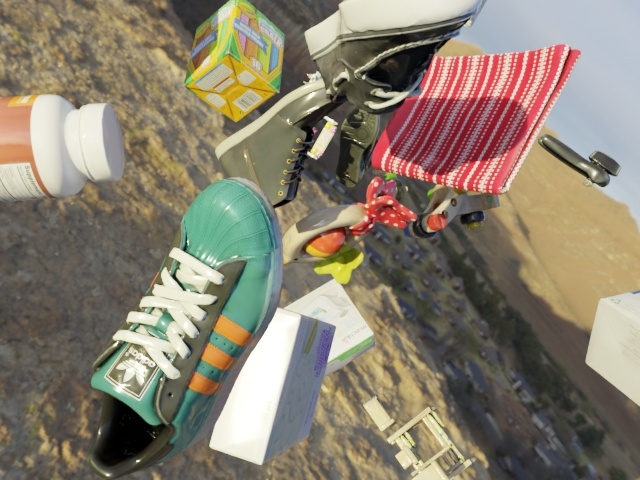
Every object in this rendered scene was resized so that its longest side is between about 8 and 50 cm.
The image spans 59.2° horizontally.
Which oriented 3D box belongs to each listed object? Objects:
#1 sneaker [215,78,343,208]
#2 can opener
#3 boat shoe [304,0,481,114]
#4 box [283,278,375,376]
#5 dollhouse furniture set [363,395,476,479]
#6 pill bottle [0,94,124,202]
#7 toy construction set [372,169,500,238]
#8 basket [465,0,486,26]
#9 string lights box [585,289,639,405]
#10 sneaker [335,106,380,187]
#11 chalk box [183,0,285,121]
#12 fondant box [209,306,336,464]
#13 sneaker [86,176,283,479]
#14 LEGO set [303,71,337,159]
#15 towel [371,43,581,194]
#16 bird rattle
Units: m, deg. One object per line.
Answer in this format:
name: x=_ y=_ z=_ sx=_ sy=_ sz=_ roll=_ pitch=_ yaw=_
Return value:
sneaker: x=-0.032 y=-0.127 z=0.783 sx=0.118 sy=0.222 sz=0.083 roll=62 pitch=24 yaw=4
can opener: x=0.571 y=-0.181 z=1.265 sx=0.186 sy=0.073 sz=0.059 roll=32 pitch=-7 yaw=10
boat shoe: x=0.058 y=-0.169 z=0.522 sx=0.301 sy=0.108 sz=0.102 roll=-149 pitch=-138 yaw=-70
box: x=0.003 y=0.293 z=1.781 sx=0.231 sy=0.262 sz=0.127 roll=56 pitch=-10 yaw=30
dollhouse furniture set: x=0.158 y=0.310 z=0.923 sx=0.182 sy=0.101 sz=0.161 roll=52 pitch=-4 yaw=25
pill bottle: x=-0.351 y=-0.107 z=0.658 sx=0.121 sy=0.216 sz=0.121 roll=174 pitch=-90 yaw=-85
toy construction set: x=0.315 y=-0.154 z=1.284 sx=0.237 sy=0.309 sz=0.257 roll=-3 pitch=58 yaw=-25
basket: x=0.238 y=-0.488 z=1.052 sx=0.167 sy=0.113 sz=0.103 roll=26 pitch=-19 yaw=16
string lights box: x=0.394 y=0.089 z=0.502 sx=0.259 sy=0.077 sz=0.133 roll=-9 pitch=27 yaw=-17
sneaker: x=0.103 y=-0.250 z=1.366 sx=0.087 sy=0.227 sz=0.130 roll=22 pitch=46 yaw=12
chalk box: x=-0.218 y=-0.500 z=1.488 sx=0.179 sy=0.180 sz=0.289 roll=30 pitch=48 yaw=-39
fondant box: x=-0.069 y=0.250 z=1.031 sx=0.096 sy=0.238 sz=0.330 roll=13 pitch=-9 yaw=13
sneaker: x=-0.125 y=0.090 z=0.499 sx=0.108 sy=0.302 sz=0.121 roll=28 pitch=22 yaw=20
LEGO set: x=-0.042 y=-0.206 z=1.196 sx=0.107 sy=0.287 sz=0.132 roll=30 pitch=42 yaw=-3
towel: x=0.185 y=-0.168 z=0.755 sx=0.031 sy=0.199 sz=0.275 roll=29 pitch=-1 yaw=-31
bird rattle: x=0.036 y=-0.009 z=1.000 sx=0.207 sy=0.253 sz=0.143 roll=-9 pitch=75 yaw=-35
